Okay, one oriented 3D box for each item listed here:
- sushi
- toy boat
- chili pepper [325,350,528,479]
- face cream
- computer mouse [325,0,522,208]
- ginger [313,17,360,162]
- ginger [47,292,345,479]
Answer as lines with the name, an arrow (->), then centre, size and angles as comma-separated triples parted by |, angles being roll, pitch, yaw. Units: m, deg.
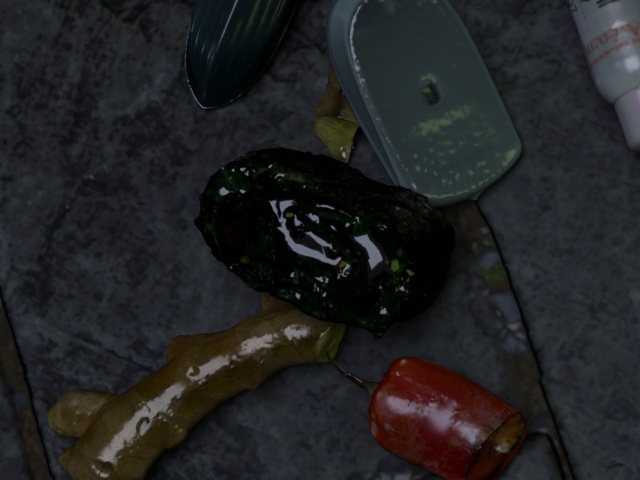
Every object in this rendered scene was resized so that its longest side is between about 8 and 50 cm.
sushi -> 0.000, 0.000, 1.717 | 0.225, 0.127, 0.124 | 26, 112, 22
toy boat -> -0.066, -0.239, 1.837 | 0.093, 0.103, 0.246 | 23, 98, 7
chili pepper -> 0.082, 0.146, 1.696 | 0.192, 0.084, 0.086 | 29, 54, 18
face cream -> 0.265, -0.206, 1.727 | 0.082, 0.082, 0.269 | -20, 71, 11
computer mouse -> 0.090, -0.140, 1.764 | 0.128, 0.079, 0.231 | -23, 90, -8
ginger -> 0.024, -0.143, 1.805 | 0.057, 0.044, 0.137 | -2, 74, 35
ginger -> -0.110, 0.137, 1.764 | 0.299, 0.065, 0.118 | -28, 69, 6
